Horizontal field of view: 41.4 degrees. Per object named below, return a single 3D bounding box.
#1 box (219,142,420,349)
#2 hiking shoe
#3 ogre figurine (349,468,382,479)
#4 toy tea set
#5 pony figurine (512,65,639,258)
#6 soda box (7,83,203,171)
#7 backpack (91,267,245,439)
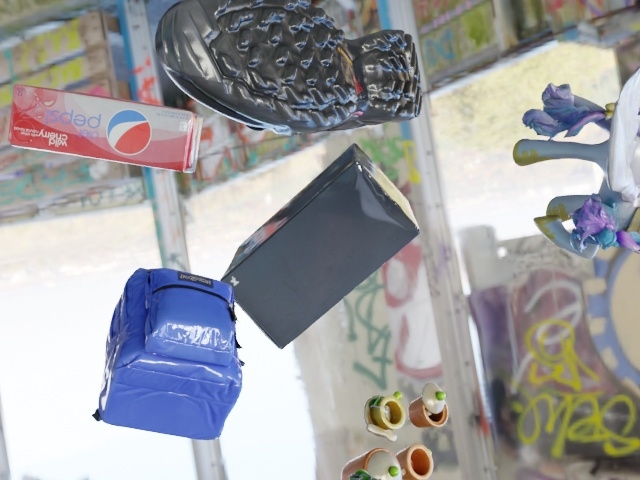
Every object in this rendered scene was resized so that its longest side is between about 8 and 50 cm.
[{"bbox_3d":[0.000,0.000,1.652,0.343,0.179,0.312,-41,-173,10],"label":"box"},{"bbox_3d":[-0.030,-0.098,0.542,0.114,0.086,0.227,-10,174,37],"label":"hiking shoe"},{"bbox_3d":[0.079,0.370,0.974,0.118,0.197,0.097,-5,140,27],"label":"ogre figurine"},{"bbox_3d":[0.171,0.408,1.676,0.124,0.200,0.336,-29,-152,46],"label":"toy tea set"},{"bbox_3d":[0.441,-0.110,1.193,0.302,0.351,0.363,-15,-156,-27],"label":"pony figurine"},{"bbox_3d":[-0.311,-0.163,1.236,0.263,0.092,0.083,9,-174,2],"label":"soda box"},{"bbox_3d":[-0.102,0.070,0.617,0.098,0.101,0.120,19,-154,-20],"label":"backpack"}]
